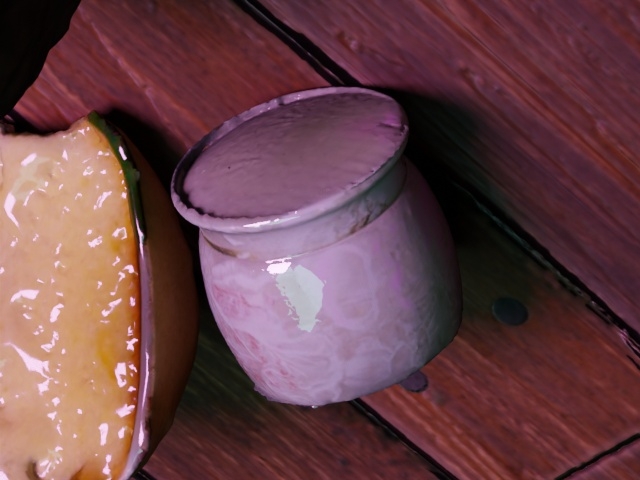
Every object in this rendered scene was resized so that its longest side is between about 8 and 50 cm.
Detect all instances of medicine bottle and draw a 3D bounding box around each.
[{"bbox_3d":[0.000,0.000,1.101,0.147,0.147,0.143,-4,123,26],"label":"medicine bottle"}]

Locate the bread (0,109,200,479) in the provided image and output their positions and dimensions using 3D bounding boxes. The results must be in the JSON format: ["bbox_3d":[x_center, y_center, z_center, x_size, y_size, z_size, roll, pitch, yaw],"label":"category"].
[{"bbox_3d":[-0.157,0.053,1.224,0.174,0.133,0.252,-4,83,22],"label":"bread"}]

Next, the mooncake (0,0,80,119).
[{"bbox_3d":[-0.190,-0.195,0.925,0.161,0.290,0.290,21,134,4],"label":"mooncake"}]
